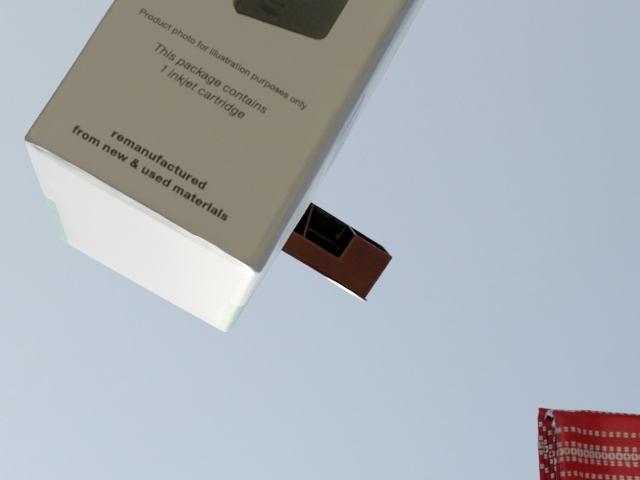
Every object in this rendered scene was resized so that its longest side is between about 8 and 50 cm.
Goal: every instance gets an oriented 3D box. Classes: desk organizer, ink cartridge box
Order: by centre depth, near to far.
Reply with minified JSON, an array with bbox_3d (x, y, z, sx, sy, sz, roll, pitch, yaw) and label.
[{"bbox_3d":[-0.021,-0.114,0.651,0.121,0.211,0.289,30,-105,0],"label":"ink cartridge box"},{"bbox_3d":[0.000,0.000,1.167,0.050,0.130,0.047,-57,-165,6],"label":"desk organizer"}]

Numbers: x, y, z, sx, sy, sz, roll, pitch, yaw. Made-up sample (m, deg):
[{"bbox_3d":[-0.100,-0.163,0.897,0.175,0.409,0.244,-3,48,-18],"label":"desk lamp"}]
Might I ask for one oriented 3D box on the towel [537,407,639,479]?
[{"bbox_3d":[0.230,0.231,0.720,0.199,0.031,0.275,6,-120,-10],"label":"towel"}]
